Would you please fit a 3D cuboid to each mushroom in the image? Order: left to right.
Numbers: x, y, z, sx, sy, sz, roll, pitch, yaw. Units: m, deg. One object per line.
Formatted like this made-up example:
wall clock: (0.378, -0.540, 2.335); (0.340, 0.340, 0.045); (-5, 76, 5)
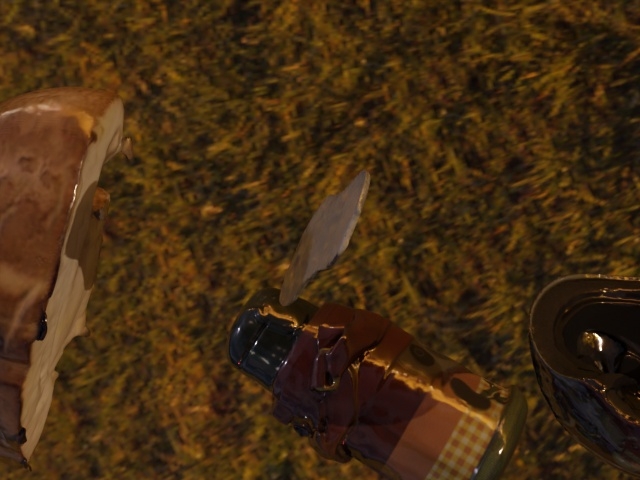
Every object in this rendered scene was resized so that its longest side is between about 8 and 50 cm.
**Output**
mushroom: (-0.228, 0.016, 0.847); (0.151, 0.156, 0.286); (19, 114, 0)

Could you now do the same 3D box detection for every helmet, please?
helmet: (0.228, 0.103, 0.873); (0.176, 0.153, 0.107); (20, 129, 30)

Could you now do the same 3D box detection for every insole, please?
insole: (0.000, 0.000, 0.688); (0.004, 0.197, 0.065); (21, 76, -7)

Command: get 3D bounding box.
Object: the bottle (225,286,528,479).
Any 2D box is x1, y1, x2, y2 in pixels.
bottle: (0.042, 0.137, 1.140); (0.271, 0.143, 0.156); (29, 143, 4)
